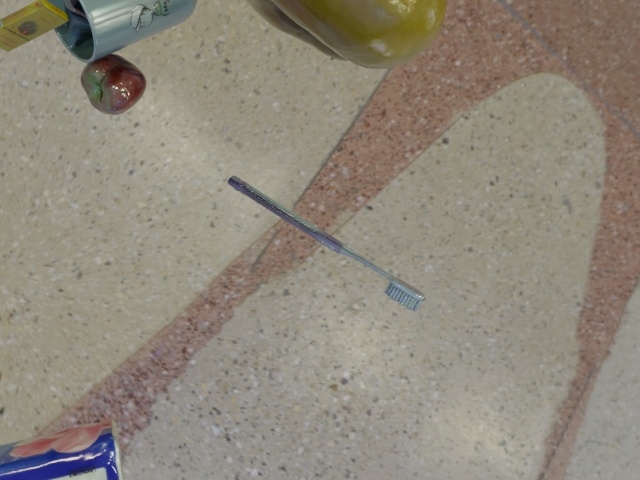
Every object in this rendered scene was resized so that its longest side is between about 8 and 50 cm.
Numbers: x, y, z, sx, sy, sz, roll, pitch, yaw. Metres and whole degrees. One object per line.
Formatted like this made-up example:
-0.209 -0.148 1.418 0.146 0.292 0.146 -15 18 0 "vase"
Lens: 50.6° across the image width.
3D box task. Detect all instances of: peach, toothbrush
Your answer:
0.013 -0.266 0.668 0.251 0.251 0.153 28 104 -22 "peach"
0.000 0.000 1.005 0.354 0.024 0.029 33 105 17 "toothbrush"
-0.495 -0.386 1.651 0.152 0.152 0.152 2 86 -26 "peach"

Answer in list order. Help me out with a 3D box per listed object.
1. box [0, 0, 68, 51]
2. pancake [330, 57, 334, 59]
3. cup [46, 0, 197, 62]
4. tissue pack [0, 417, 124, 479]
-0.605 -0.438 1.384 0.155 0.087 0.023 -22 80 10 "box"
0.060 -0.423 1.450 0.017 0.108 0.108 46 69 -5 "pancake"
-0.441 -0.553 1.531 0.312 0.205 0.205 -35 102 -31 "cup"
-0.412 0.391 0.962 0.270 0.137 0.209 -10 90 -18 "tissue pack"
